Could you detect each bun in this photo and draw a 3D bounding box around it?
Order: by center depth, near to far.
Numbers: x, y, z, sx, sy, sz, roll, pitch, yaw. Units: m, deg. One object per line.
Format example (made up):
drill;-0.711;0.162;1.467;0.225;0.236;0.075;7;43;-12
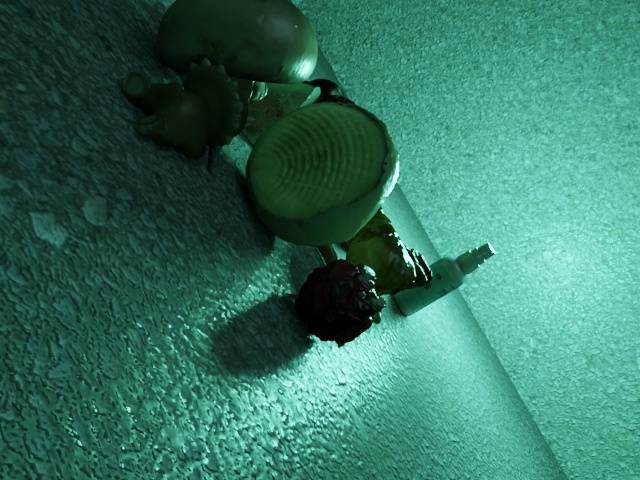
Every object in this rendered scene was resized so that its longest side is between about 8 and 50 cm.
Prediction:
bun;0.010;-0.137;1.522;0.202;0.364;0.364;59;9;-53

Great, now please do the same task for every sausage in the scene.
sausage;-0.001;0.001;1.731;0.177;0.040;0.047;60;15;3

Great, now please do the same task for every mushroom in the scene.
mushroom;-0.188;-0.419;1.516;0.362;0.362;0.295;-49;146;-74

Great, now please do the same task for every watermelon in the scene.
watermelon;-0.121;-0.338;1.776;0.213;0.261;0.201;-37;122;-78

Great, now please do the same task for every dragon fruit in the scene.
dragon fruit;0.036;0.126;1.357;0.189;0.182;0.182;107;-38;-58

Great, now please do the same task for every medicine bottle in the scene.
medicine bottle;0.404;0.116;2.157;0.110;0.351;0.110;51;17;-22

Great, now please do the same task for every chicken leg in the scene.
chicken leg;0.179;0.025;1.823;0.295;0.182;0.410;26;31;-24

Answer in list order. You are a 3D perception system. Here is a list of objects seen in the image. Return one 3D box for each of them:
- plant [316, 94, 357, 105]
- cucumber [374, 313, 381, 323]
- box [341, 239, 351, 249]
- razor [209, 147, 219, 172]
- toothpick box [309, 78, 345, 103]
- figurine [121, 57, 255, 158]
plant;0.036;-0.320;2.035;0.194;0.182;0.320;29;-8;-3
cucumber;0.119;0.127;1.833;0.056;0.056;0.250;43;23;-43
box;0.023;-0.126;1.960;0.313;0.089;0.198;46;21;-37
razor;-0.231;-0.208;1.461;0.084;0.036;0.211;24;35;-21
toothpick box;0.014;-0.490;2.471;0.192;0.192;0.294;58;10;3
figurine;-0.234;-0.263;1.285;0.247;0.173;0.177;32;30;-58
